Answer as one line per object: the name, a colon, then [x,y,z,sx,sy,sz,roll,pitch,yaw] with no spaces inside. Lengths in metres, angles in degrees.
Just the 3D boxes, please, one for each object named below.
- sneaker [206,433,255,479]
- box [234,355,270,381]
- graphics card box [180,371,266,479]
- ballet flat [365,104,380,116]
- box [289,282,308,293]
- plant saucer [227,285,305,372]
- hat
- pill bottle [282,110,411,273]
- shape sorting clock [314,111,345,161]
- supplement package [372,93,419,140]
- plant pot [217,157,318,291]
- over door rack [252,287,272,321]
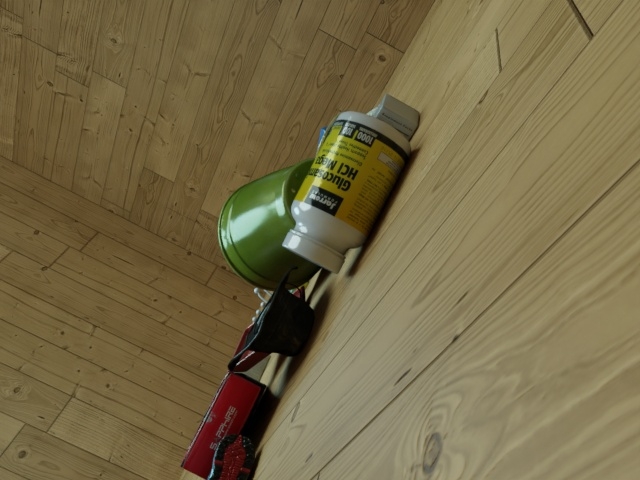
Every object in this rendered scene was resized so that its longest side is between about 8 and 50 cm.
sneaker: [-0.200,0.528,1.076,0.262,0.104,0.125,-59,-14,-57]
box: [-0.261,0.466,1.853,0.130,0.091,0.170,-48,15,56]
graphics card box: [-0.232,0.459,1.371,0.371,0.094,0.232,108,-172,-75]
ballet flat: [0.187,-0.416,1.915,0.241,0.091,0.077,-30,44,59]
box: [-0.103,0.206,1.922,0.179,0.043,0.105,-61,5,7]
plant saucer: [-0.145,0.271,1.602,0.259,0.047,0.258,-37,12,15]
hat: [-0.097,0.218,1.340,0.331,0.134,0.331,-57,2,3]
pill bottle: [0.052,-0.103,1.207,0.333,0.188,0.188,-63,5,-4]
shape sorting clock: [0.038,-0.219,1.340,0.206,0.040,0.206,-47,-28,-36]
supplement package: [0.166,-0.267,1.394,0.179,0.105,0.105,-59,6,33]
plant pot: [-0.068,-0.063,1.546,0.353,0.367,0.366,-30,31,59]
over door rack: [-0.160,0.130,1.938,0.239,0.108,0.324,125,168,-65]
